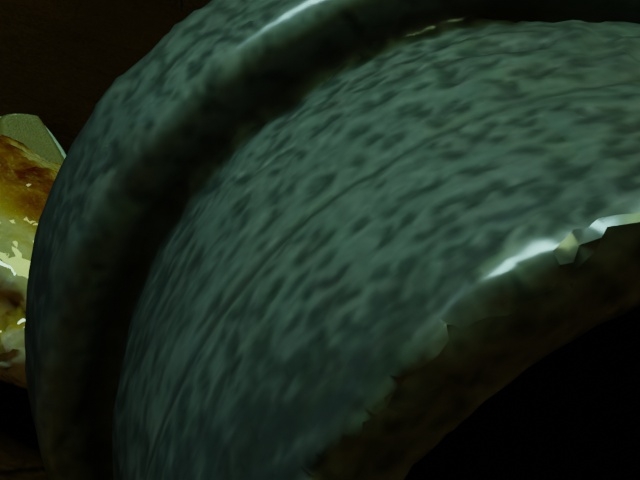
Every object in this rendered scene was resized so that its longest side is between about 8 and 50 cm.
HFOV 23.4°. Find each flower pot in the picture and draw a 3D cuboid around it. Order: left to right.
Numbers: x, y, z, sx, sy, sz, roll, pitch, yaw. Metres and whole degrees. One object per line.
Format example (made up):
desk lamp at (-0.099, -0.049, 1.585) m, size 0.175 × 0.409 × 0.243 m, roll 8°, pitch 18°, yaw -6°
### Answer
flower pot at (0.053, 0.059, 0.481) m, size 0.299 × 0.299 × 0.283 m, roll 18°, pitch 18°, yaw -24°

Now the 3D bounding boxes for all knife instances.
knife at (-0.179, -0.027, 0.970) m, size 0.061 × 0.027 × 0.343 m, roll 18°, pitch 15°, yaw -20°

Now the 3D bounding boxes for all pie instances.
pie at (-0.112, 0.021, 0.724) m, size 0.178 × 0.084 × 0.205 m, roll 26°, pitch 13°, yaw -24°
